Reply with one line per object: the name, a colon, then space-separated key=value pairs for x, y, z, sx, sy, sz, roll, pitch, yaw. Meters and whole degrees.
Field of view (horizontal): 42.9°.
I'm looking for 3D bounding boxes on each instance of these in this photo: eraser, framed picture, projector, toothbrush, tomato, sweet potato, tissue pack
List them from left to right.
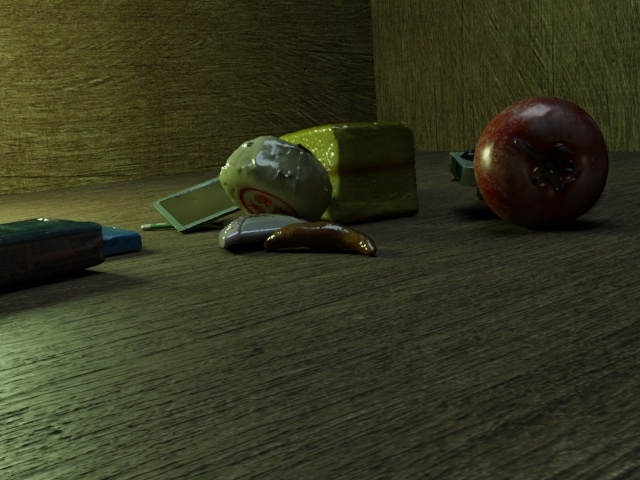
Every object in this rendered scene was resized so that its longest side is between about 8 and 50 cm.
tissue pack: x=-0.582 y=0.026 z=1.465 sx=0.228 sy=0.103 sz=0.315 roll=3 pitch=11 yaw=43
eraser: x=-0.524 y=-0.002 z=1.793 sx=0.144 sy=0.043 sz=0.312 roll=-11 pitch=11 yaw=-37
toothbrush: x=-0.323 y=-0.037 z=1.999 sx=0.257 sy=0.024 sz=0.018 roll=-3 pitch=9 yaw=15
framed picture: x=-0.260 y=-0.107 z=2.061 sx=0.293 sy=0.018 sz=0.231 roll=-23 pitch=30 yaw=-20
eraser: x=-0.136 y=-0.027 z=1.732 sx=0.204 sy=0.059 sz=0.243 roll=-7 pitch=9 yaw=-21
sweet potato: x=0.008 y=-0.005 z=1.561 sx=0.255 sy=0.058 sz=0.078 roll=5 pitch=29 yaw=31
projector: x=0.445 y=-0.172 z=1.917 sx=0.259 sy=0.079 sz=0.257 roll=3 pitch=14 yaw=1
tomato: x=0.448 y=-0.162 z=1.676 sx=0.270 sy=0.270 sz=0.227 roll=-4 pitch=9 yaw=2

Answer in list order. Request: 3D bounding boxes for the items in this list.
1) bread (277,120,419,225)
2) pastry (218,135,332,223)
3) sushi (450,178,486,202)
bread: x=0.038 y=-0.176 z=2.041 sx=0.245 sy=0.233 sz=0.361 roll=-9 pitch=10 yaw=-29
pastry: x=-0.098 y=-0.122 z=1.801 sx=0.265 sy=0.133 sz=0.265 roll=24 pitch=-24 yaw=11
sushi: x=0.514 y=-0.114 z=2.025 sx=0.320 sy=0.069 sz=0.339 roll=9 pitch=14 yaw=23
